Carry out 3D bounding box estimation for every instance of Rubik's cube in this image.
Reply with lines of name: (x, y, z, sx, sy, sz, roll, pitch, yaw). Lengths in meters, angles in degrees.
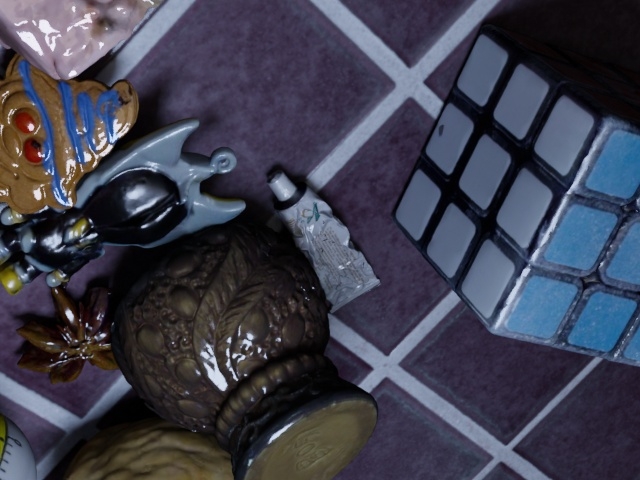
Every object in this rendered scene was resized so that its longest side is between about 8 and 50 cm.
Rubik's cube: (0.321, -0.053, 1.752, 0.305, 0.304, 0.301, 13, 113, -29)

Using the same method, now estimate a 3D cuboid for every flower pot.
flower pot: (-0.079, 0.157, 1.669, 0.266, 0.267, 0.267, -27, 149, -18)

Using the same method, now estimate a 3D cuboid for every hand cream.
hand cream: (0.002, 0.002, 1.795, 0.084, 0.050, 0.257, -36, 131, -5)

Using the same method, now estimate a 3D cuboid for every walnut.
walnut: (-0.188, 0.374, 1.788, 0.344, 0.306, 0.306, 29, 105, -29)

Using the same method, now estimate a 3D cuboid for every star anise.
star anise: (-0.296, 0.120, 1.717, 0.167, 0.057, 0.168, -11, 122, -19)

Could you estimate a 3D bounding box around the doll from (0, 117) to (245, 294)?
doll: (-0.240, -0.031, 1.621, 0.316, 0.103, 0.146, -26, 108, 2)

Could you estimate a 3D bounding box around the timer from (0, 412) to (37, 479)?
timer: (-0.495, 0.276, 1.603, 0.285, 0.285, 0.285, -12, 124, -19)

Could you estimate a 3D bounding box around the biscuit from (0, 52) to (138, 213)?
biscuit: (-0.332, -0.112, 1.534, 0.280, 0.043, 0.183, -19, 100, -1)

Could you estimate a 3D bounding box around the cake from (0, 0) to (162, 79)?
cake: (-0.239, -0.344, 1.251, 0.307, 0.293, 0.314, -47, 115, -8)
